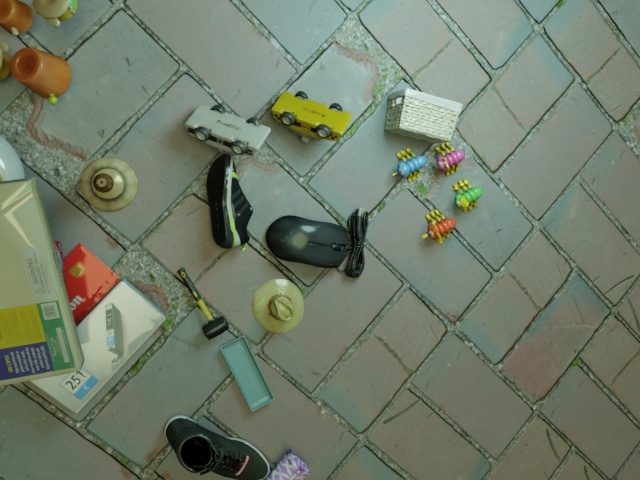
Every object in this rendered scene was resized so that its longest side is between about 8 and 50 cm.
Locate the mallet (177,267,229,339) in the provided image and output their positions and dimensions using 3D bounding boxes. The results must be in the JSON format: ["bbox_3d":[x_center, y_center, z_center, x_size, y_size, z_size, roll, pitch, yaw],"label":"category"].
[{"bbox_3d":[-0.302,0.158,1.411,0.062,0.039,0.189,-38,99,-8],"label":"mallet"}]

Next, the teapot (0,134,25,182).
[{"bbox_3d":[-0.716,-0.132,1.180,0.253,0.187,0.255,11,106,-11],"label":"teapot"}]

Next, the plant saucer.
[{"bbox_3d":[-0.186,0.338,1.467,0.067,0.018,0.192,-26,101,-13],"label":"plant saucer"}]

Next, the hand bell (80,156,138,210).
[{"bbox_3d":[-0.456,-0.123,1.229,0.126,0.242,0.126,-1,94,-17],"label":"hand bell"}]

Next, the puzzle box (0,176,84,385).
[{"bbox_3d":[-0.651,0.095,1.128,0.272,0.052,0.408,-9,108,-9],"label":"puzzle box"}]

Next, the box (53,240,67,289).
[{"bbox_3d":[-0.691,0.075,1.220,0.257,0.128,0.122,-6,95,-9],"label":"box"}]

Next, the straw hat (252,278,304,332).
[{"bbox_3d":[-0.098,0.171,1.458,0.145,0.061,0.144,-2,96,-16],"label":"straw hat"}]

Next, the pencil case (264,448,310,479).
[{"bbox_3d":[-0.110,0.644,1.479,0.086,0.088,0.206,41,83,-16],"label":"pencil case"}]

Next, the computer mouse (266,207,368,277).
[{"bbox_3d":[0.000,0.000,1.468,0.273,0.072,0.188,5,94,-17],"label":"computer mouse"}]

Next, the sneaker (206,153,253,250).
[{"bbox_3d":[-0.215,-0.091,1.406,0.097,0.084,0.234,-5,97,-43],"label":"sneaker"}]

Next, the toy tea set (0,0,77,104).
[{"bbox_3d":[-0.604,-0.462,1.245,0.200,0.124,0.335,22,91,12],"label":"toy tea set"}]

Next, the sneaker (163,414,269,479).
[{"bbox_3d":[-0.242,0.534,1.399,0.296,0.147,0.104,34,83,-18],"label":"sneaker"}]

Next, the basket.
[{"bbox_3d":[0.264,-0.320,1.501,0.167,0.113,0.103,10,93,-17],"label":"basket"}]

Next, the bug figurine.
[{"bbox_3d":[0.325,-0.140,1.556,0.216,0.072,0.278,-31,102,-13],"label":"bug figurine"}]

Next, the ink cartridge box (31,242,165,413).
[{"bbox_3d":[-0.554,0.200,1.319,0.261,0.066,0.296,44,82,-16],"label":"ink cartridge box"}]

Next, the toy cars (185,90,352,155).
[{"bbox_3d":[-0.121,-0.268,1.394,0.394,0.087,0.176,-13,56,-16],"label":"toy cars"}]
